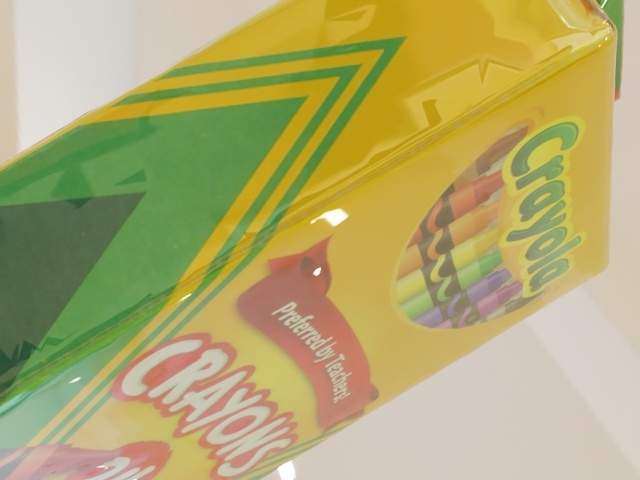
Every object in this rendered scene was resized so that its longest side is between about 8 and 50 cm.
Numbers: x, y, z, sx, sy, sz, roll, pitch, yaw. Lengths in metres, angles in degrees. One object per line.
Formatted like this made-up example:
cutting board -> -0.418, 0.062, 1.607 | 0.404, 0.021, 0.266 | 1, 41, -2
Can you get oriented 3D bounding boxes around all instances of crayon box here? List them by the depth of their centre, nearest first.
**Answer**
crayon box -> 0.000, 0.000, 0.473 | 0.081, 0.319, 0.202 | 58, -1, 26
